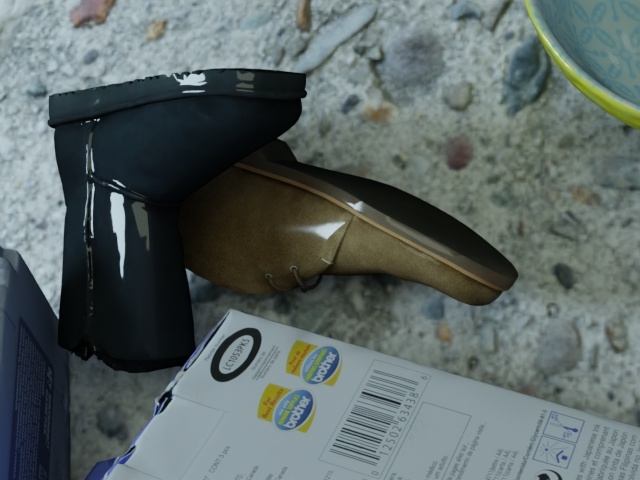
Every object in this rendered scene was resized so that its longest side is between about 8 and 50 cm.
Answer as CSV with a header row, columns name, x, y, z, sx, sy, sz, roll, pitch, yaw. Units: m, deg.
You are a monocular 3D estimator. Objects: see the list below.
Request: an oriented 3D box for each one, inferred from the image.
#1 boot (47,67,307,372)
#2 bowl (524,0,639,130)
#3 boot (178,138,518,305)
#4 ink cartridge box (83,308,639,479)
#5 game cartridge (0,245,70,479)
name,x,y,z,sx,sy,sz,roll,pitch,yaw
boot,-0.101,-0.012,1.003,0.246,0.094,0.207,-4,91,41
bowl,0.292,-0.182,1.014,0.289,0.156,0.289,-4,71,11
boot,0.000,0.000,1.063,0.305,0.112,0.115,23,98,22
ink cartridge box,0.007,0.203,0.892,0.395,0.151,0.270,16,39,16
game cartridge,-0.223,0.168,0.985,0.060,0.196,0.294,-7,60,7
